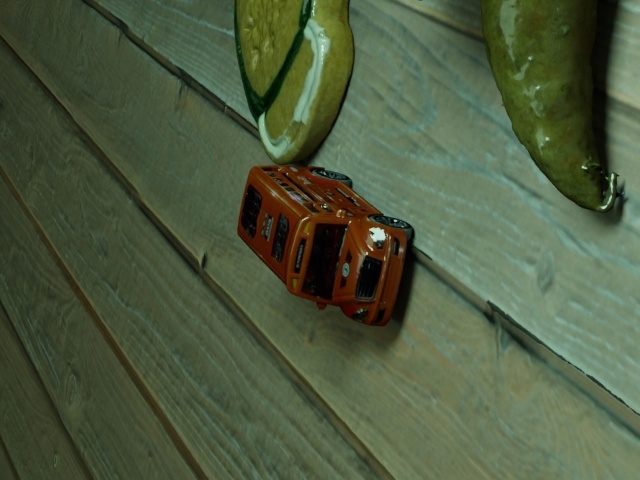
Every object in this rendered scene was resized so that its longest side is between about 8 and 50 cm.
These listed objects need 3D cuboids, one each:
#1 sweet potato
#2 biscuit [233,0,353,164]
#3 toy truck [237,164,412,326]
[{"bbox_3d":[0.187,-0.234,1.320,0.130,0.130,0.423,179,92,-66],"label":"sweet potato"},{"bbox_3d":[-0.034,-0.273,1.905,0.287,0.057,0.344,121,145,-46],"label":"biscuit"},{"bbox_3d":[0.000,0.000,1.703,0.252,0.114,0.108,-137,57,-62],"label":"toy truck"}]
